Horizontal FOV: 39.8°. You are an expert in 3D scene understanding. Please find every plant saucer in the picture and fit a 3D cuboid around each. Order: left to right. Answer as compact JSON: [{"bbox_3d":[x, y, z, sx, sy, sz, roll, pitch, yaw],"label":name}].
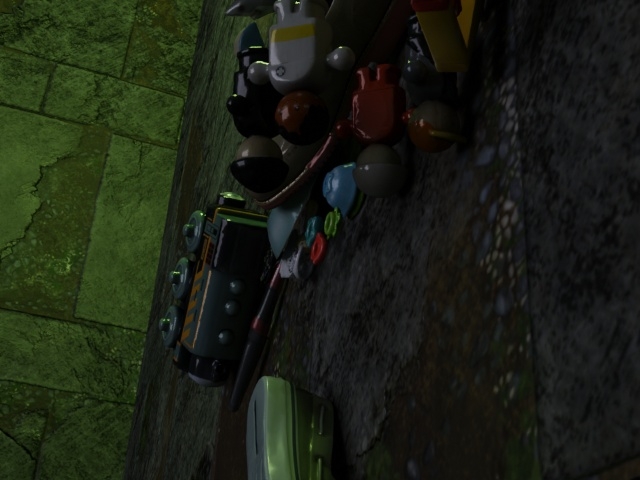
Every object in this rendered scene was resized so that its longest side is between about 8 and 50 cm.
[{"bbox_3d":[-0.035,-0.069,1.222,0.195,0.038,0.194,-156,90,-87],"label":"plant saucer"}]

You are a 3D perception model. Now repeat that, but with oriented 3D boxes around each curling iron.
[{"bbox_3d":[-0.093,0.134,1.357,0.068,0.035,0.273,-149,73,-78],"label":"curling iron"}]

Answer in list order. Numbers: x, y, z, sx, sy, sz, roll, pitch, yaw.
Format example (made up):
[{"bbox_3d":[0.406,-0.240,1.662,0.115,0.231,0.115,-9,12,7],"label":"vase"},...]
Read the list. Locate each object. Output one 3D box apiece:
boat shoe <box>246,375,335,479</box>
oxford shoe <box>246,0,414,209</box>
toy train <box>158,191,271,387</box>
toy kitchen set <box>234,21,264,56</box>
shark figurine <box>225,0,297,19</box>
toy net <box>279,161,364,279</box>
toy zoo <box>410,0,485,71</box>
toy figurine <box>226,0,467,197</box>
[{"bbox_3d":[-0.022,0.261,0.904,0.302,0.094,0.109,-94,20,-49],"label":"boat shoe"},{"bbox_3d":[-0.022,-0.202,1.095,0.348,0.130,0.123,-60,30,15],"label":"oxford shoe"},{"bbox_3d":[-0.176,0.085,1.519,0.190,0.142,0.333,27,103,64],"label":"toy train"},{"bbox_3d":[-0.027,-0.264,1.409,0.122,0.166,0.207,-148,35,-74],"label":"toy kitchen set"},{"bbox_3d":[-0.034,-0.450,1.451,0.278,0.166,0.116,-47,-59,-53],"label":"shark figurine"},{"bbox_3d":[0.000,0.000,1.140,0.232,0.045,0.122,122,154,-52],"label":"toy net"},{"bbox_3d":[0.103,-0.273,0.722,0.293,0.030,0.192,50,-132,-59],"label":"toy zoo"},{"bbox_3d":[0.022,-0.129,0.867,0.209,0.213,0.148,154,118,-67],"label":"toy figurine"}]
